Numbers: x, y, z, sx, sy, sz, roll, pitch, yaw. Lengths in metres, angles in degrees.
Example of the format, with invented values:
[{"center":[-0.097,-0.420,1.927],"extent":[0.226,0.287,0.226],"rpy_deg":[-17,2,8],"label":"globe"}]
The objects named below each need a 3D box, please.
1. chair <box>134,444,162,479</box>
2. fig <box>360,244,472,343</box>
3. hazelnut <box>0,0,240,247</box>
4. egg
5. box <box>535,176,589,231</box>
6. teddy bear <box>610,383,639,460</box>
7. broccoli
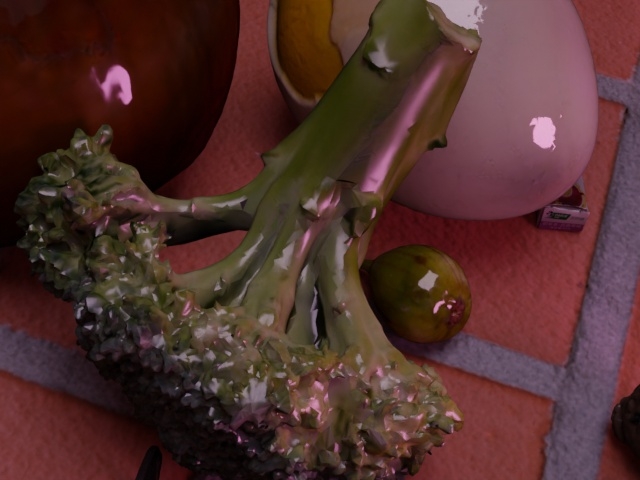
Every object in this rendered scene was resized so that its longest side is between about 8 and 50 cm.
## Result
[{"center":[-0.113,0.263,0.952],"extent":[0.101,0.084,0.212],"rpy_deg":[15,49,6],"label":"chair"},{"center":[0.069,0.025,1.179],"extent":[0.093,0.093,0.166],"rpy_deg":[-29,60,-29],"label":"fig"},{"center":[-0.255,-0.196,1.136],"extent":[0.402,0.402,0.429],"rpy_deg":[28,46,13],"label":"hazelnut"},{"center":[0.115,-0.168,1.225],"extent":[0.283,0.283,0.345],"rpy_deg":[-29,71,-29],"label":"egg"},{"center":[0.247,-0.099,1.345],"extent":[0.050,0.041,0.207],"rpy_deg":[4,50,-3],"label":"box"},{"center":[0.324,0.189,1.069],"extent":[0.140,0.177,0.190],"rpy_deg":[34,33,-45],"label":"teddy bear"},{"center":[0.012,0.029,1.008],"extent":[0.397,0.353,0.275],"rpy_deg":[-33,30,-15],"label":"broccoli"}]
